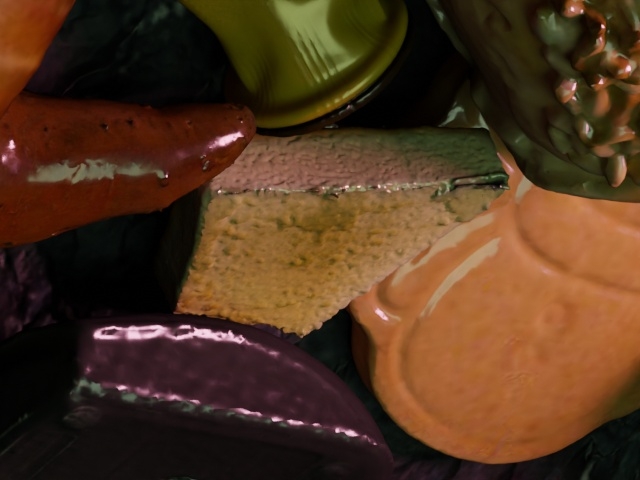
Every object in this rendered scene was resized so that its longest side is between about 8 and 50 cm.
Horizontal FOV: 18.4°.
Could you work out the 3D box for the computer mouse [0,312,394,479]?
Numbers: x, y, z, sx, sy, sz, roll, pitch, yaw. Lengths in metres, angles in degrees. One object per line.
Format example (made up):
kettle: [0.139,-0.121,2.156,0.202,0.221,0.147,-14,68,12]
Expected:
computer mouse: [-0.087,0.106,1.196,0.269,0.100,0.170,16,137,-34]

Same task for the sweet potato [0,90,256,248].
sweet potato: [-0.213,-0.046,1.046,0.359,0.112,0.112,2,115,-29]

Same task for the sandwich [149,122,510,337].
sandwich: [0.000,0.000,1.203,0.193,0.058,0.162,-3,143,-20]

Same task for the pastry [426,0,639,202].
pastry: [0.226,-0.209,1.116,0.409,0.245,0.410,-11,112,-28]

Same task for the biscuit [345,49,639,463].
biscuit: [0.159,-0.003,1.336,0.312,0.057,0.351,7,112,-36]

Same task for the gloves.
gloves: [-0.066,-0.198,1.050,0.133,0.116,0.294,-31,127,4]

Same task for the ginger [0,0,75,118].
ginger: [-0.168,-0.227,0.850,0.254,0.176,0.418,25,99,-44]
